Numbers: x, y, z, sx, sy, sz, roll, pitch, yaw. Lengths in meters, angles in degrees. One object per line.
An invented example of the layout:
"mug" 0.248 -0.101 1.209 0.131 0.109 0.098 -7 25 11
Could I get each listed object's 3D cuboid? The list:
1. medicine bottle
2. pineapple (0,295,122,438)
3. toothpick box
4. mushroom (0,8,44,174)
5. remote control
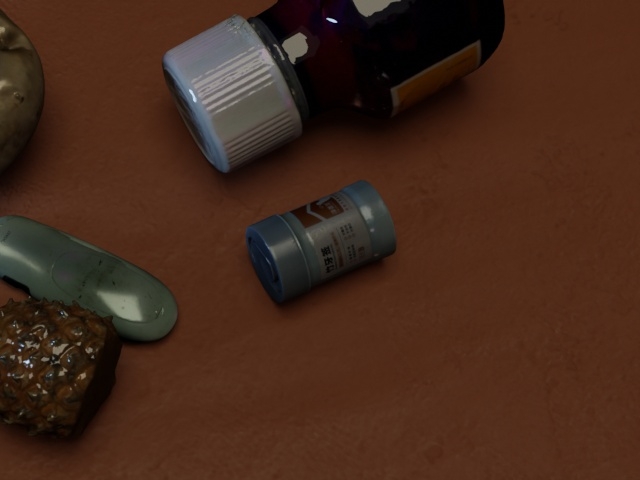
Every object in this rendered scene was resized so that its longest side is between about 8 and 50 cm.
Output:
"medicine bottle" 0.006 -0.248 1.779 0.395 0.242 0.242 -25 68 -12
"pineapple" -0.407 0.101 1.600 0.364 0.165 0.165 19 63 4
"toothpick box" 0.000 0.000 1.726 0.153 0.101 0.101 -24 68 -18
"mushroom" -0.467 -0.202 1.674 0.293 0.290 0.292 1 61 -1
"remote control" -0.286 0.043 1.706 0.256 0.045 0.097 23 63 9
